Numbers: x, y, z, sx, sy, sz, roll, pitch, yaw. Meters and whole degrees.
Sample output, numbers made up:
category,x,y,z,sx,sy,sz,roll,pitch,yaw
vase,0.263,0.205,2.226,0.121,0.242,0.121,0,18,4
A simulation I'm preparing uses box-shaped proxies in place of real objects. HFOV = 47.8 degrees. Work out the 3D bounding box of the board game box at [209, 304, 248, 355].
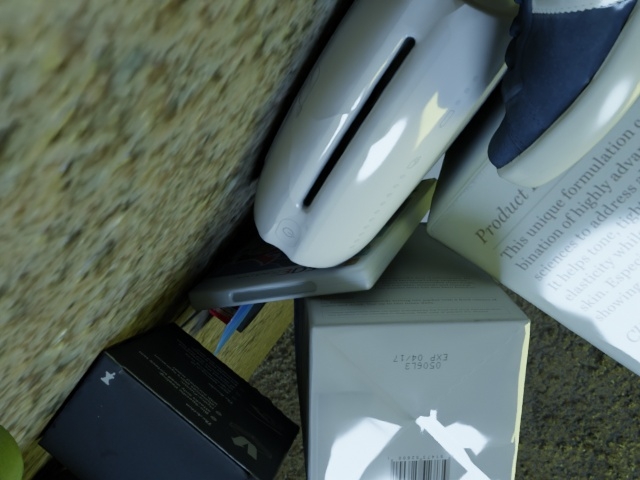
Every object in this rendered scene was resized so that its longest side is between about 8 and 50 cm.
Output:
category,x,y,z,sx,sy,sz,roll,pitch,yaw
board game box,-0.092,0.060,0.829,0.133,0.033,0.168,-55,178,-29

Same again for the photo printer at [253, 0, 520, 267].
category,x,y,z,sx,sy,sz,roll,pitch,yaw
photo printer,0.074,-0.124,0.581,0.256,0.107,0.307,-55,175,36

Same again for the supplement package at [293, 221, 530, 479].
category,x,y,z,sx,sy,sz,roll,pitch,yaw
supplement package,0.066,0.101,0.712,0.293,0.178,0.175,-103,-167,-73

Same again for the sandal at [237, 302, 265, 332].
category,x,y,z,sx,sy,sz,roll,pitch,yaw
sandal,-0.052,0.047,0.976,0.097,0.054,0.254,-48,174,-41

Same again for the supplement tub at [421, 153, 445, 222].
category,x,y,z,sx,sy,sz,roll,pitch,yaw
supplement tub,0.224,-0.131,1.231,0.235,0.235,0.325,-55,175,33

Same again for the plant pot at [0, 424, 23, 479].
category,x,y,z,sx,sy,sz,roll,pitch,yaw
plant pot,-0.163,0.111,0.295,0.083,0.083,0.079,-54,-172,13

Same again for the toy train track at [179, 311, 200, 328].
category,x,y,z,sx,sy,sz,roll,pitch,yaw
toy train track,-0.123,0.067,0.698,0.083,0.014,0.048,-45,180,-19

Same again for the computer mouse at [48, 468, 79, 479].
category,x,y,z,sx,sy,sz,roll,pitch,yaw
computer mouse,-0.256,0.267,0.617,0.272,0.072,0.188,-36,170,-28

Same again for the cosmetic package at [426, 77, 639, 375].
category,x,y,z,sx,sy,sz,roll,pitch,yaw
cosmetic package,0.367,-0.086,0.672,0.329,0.394,0.327,-53,-175,35

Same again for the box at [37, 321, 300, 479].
category,x,y,z,sx,sy,sz,roll,pitch,yaw
box,-0.113,0.159,0.594,0.093,0.156,0.158,-52,175,5

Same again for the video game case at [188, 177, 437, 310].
category,x,y,z,sx,sy,sz,roll,pitch,yaw
video game case,0.000,0.000,0.683,0.184,0.023,0.201,-9,-160,31

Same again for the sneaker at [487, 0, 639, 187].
category,x,y,z,sx,sy,sz,roll,pitch,yaw
sneaker,0.124,-0.178,0.335,0.131,0.148,0.350,-54,167,-41
